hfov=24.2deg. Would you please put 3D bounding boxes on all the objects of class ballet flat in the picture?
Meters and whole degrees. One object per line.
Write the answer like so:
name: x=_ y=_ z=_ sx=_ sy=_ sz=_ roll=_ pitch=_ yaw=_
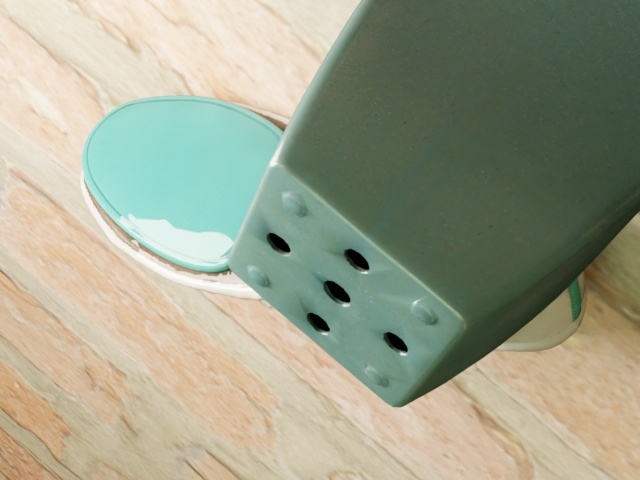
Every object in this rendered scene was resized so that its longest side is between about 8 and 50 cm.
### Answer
ballet flat: x=0.000 y=0.000 z=0.975 sx=0.400 sy=0.139 sz=0.139 roll=14 pitch=139 yaw=41

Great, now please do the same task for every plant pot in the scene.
plant pot: x=0.076 y=-0.051 z=0.686 sx=0.166 sy=0.234 sz=0.165 roll=41 pitch=150 yaw=7
